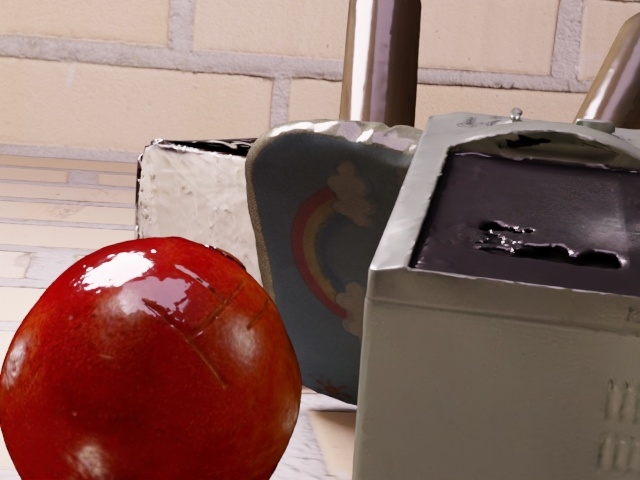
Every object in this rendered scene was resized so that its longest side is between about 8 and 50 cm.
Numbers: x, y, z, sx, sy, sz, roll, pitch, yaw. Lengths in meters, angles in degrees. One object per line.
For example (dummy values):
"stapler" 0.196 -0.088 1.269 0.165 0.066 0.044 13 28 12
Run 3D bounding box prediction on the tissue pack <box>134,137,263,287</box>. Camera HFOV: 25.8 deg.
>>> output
"tissue pack" 0.000 0.000 1.393 0.198 0.210 0.370 5 7 33

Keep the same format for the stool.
"stool" 0.123 -0.023 1.088 0.310 0.310 0.226 8 48 13

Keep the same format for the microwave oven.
"microwave oven" 0.125 0.070 0.780 0.181 0.238 0.295 6 20 8

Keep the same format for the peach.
"peach" -0.107 0.093 0.858 0.197 0.197 0.197 4 9 -1
